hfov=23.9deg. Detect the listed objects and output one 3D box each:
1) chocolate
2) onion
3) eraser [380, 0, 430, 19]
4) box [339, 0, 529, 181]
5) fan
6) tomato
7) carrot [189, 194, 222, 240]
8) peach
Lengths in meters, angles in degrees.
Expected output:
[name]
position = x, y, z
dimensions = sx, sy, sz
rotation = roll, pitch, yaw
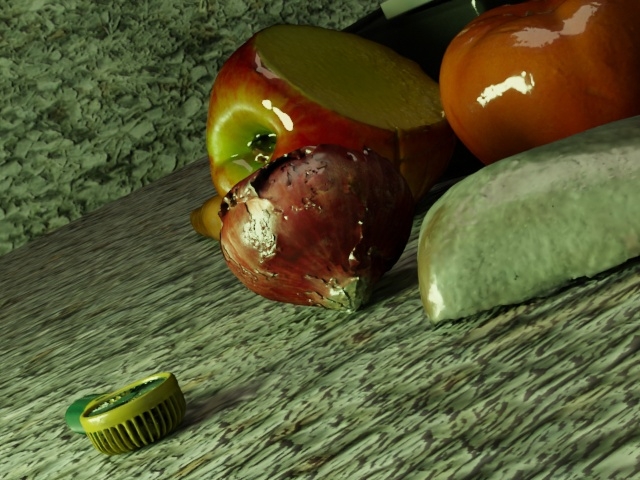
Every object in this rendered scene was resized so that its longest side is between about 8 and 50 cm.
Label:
[chocolate]
position = 0.211, -0.036, 1.172
dimensions = 0.303, 0.100, 0.185
rotation = -18, 7, 11
[onion]
position = 0.000, 0.000, 1.349
dimensions = 0.184, 0.184, 0.147
rotation = -23, 51, 5
[eraser]
position = 0.143, -0.300, 1.747
dimensions = 0.150, 0.023, 0.104
rotation = -22, 14, 13
[box]
position = 0.219, -0.238, 1.867
dimensions = 0.251, 0.204, 0.345
rotation = -13, 18, 44
[fan]
position = -0.163, 0.142, 1.228
dimensions = 0.082, 0.039, 0.155
rotation = -29, 9, -29
[tomato]
position = 0.249, -0.157, 1.483
dimensions = 0.260, 0.180, 0.260
rotation = -23, 12, 5
[carrot]
position = -0.151, -0.030, 2.124
dimensions = 0.069, 0.069, 0.336
rotation = -26, 6, -15
[peach]
position = 0.015, -0.118, 1.663
dimensions = 0.275, 0.248, 0.245
rotation = -13, -18, -33
